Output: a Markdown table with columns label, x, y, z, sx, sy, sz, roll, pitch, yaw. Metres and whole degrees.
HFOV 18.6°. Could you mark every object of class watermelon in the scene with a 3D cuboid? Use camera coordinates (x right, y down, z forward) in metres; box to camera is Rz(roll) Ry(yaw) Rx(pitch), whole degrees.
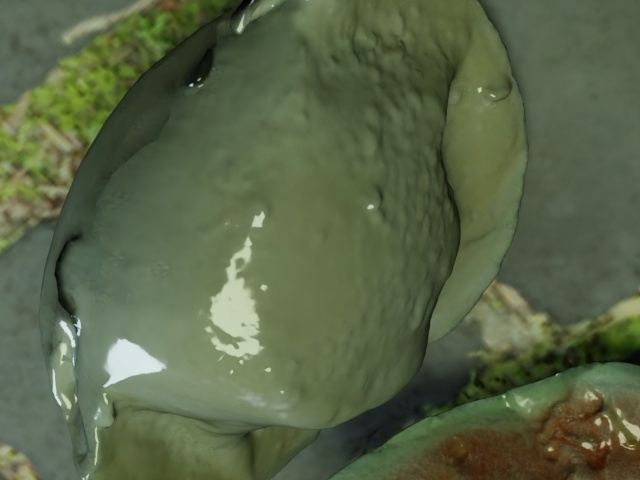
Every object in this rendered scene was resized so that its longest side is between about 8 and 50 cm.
| label | x | y | z | sx | sy | sz | roll | pitch | yaw |
| --- | --- | --- | --- | --- | --- | --- | --- | --- | --- |
| watermelon | 0.136 | 0.172 | 0.951 | 0.260 | 0.176 | 0.256 | 38 | 103 | 17 |

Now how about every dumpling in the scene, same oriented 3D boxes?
| label | x | y | z | sx | sy | sz | roll | pitch | yaw |
| --- | --- | --- | --- | --- | --- | --- | --- | --- | --- |
| dumpling | 0.001 | 0.005 | 0.879 | 0.227 | 0.175 | 0.243 | 17 | 136 | -40 |
